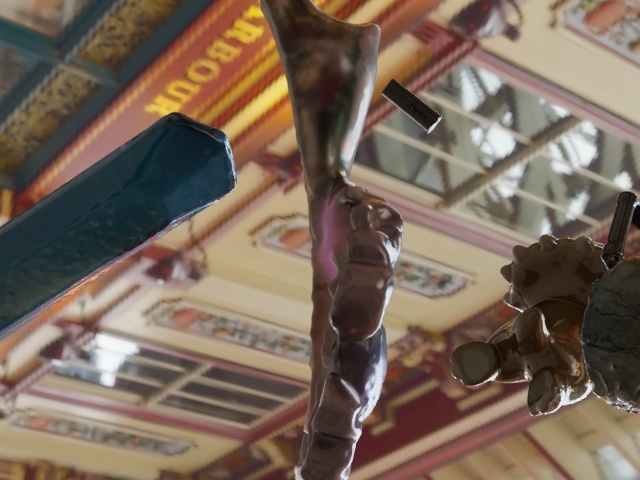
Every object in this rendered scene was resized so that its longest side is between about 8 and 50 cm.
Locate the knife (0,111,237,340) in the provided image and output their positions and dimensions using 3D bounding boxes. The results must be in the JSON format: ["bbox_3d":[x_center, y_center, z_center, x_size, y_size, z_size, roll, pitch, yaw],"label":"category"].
[{"bbox_3d":[-0.143,0.042,0.416,0.296,0.044,0.026,-31,-152,21],"label":"knife"}]

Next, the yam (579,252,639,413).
[{"bbox_3d":[0.246,0.060,0.673,0.183,0.107,0.107,8,-100,39],"label":"yam"}]

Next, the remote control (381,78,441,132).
[{"bbox_3d":[0.129,-0.192,1.776,0.034,0.091,0.016,-52,177,13],"label":"remote control"}]

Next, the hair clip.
[{"bbox_3d":[0.007,-0.002,0.669,0.173,0.069,0.300,85,2,-76],"label":"hair clip"}]

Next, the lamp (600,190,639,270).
[{"bbox_3d":[0.361,0.061,1.100,0.227,0.172,0.147,13,-127,17],"label":"lamp"}]

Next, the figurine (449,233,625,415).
[{"bbox_3d":[0.275,0.077,1.410,0.177,0.247,0.173,21,-71,44],"label":"figurine"}]
